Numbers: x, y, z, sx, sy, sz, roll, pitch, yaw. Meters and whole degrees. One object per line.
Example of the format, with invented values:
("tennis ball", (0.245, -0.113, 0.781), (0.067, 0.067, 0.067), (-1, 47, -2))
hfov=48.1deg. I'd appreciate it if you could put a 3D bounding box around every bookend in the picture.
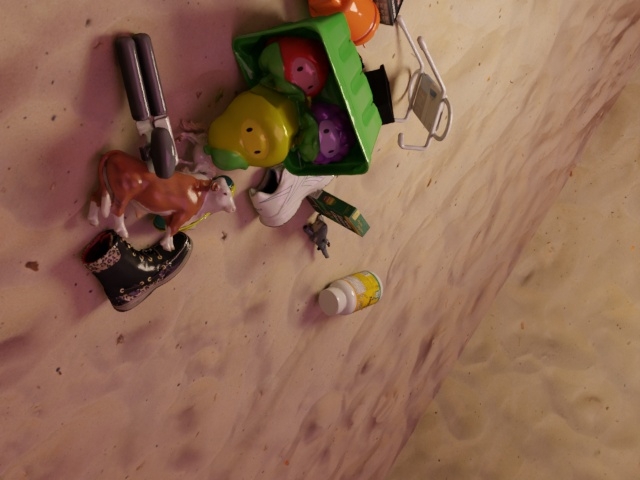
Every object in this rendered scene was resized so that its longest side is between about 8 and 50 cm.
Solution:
("bookend", (0.109, -0.375, 1.916), (0.157, 0.156, 0.072), (-12, 143, 11))

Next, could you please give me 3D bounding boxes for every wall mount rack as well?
("wall mount rack", (0.257, -0.423, 1.937), (0.131, 0.350, 0.304), (4, 121, -14))

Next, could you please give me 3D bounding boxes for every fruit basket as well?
("fruit basket", (-0.068, -0.283, 1.584), (0.392, 0.283, 0.391), (-4, 95, -53))

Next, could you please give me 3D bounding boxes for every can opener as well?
("can opener", (-0.328, -0.262, 1.408), (0.074, 0.093, 0.280), (-27, 114, -39))

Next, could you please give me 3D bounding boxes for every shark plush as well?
("shark plush", (0.000, 0.000, 2.091), (0.073, 0.067, 0.161), (-32, 138, -33))

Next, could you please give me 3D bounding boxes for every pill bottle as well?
("pill bottle", (0.095, 0.173, 2.302), (0.208, 0.118, 0.117), (-16, 128, -45))

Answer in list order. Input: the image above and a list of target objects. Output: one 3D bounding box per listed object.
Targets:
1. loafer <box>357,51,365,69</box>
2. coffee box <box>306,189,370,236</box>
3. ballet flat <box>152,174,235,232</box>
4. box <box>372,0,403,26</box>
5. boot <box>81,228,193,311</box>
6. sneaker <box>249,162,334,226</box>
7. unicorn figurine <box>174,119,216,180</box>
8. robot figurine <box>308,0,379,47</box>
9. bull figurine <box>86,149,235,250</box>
("loafer", (0.037, -0.460, 1.770), (0.220, 0.078, 0.080), (-6, 121, -49))
("coffee box", (0.042, -0.084, 1.976), (0.040, 0.184, 0.113), (-53, 146, -10))
("ballet flat", (-0.290, -0.069, 1.678), (0.231, 0.077, 0.077), (-38, 157, -30))
("box", (0.171, -0.658, 1.729), (0.220, 0.051, 0.175), (65, 43, -66))
("boot", (-0.403, 0.030, 1.596), (0.236, 0.085, 0.178), (-45, 141, -18))
("sneaker", (-0.062, -0.170, 1.854), (0.297, 0.111, 0.129), (-49, 139, -15))
("unicorn figurine", (-0.277, -0.187, 1.607), (0.111, 0.060, 0.161), (-10, 127, -42))
("robot figurine", (0.059, -0.542, 1.693), (0.128, 0.158, 0.219), (-43, 149, 16))
("bull figurine", (-0.336, -0.082, 1.525), (0.310, 0.101, 0.188), (20, 90, -32))
